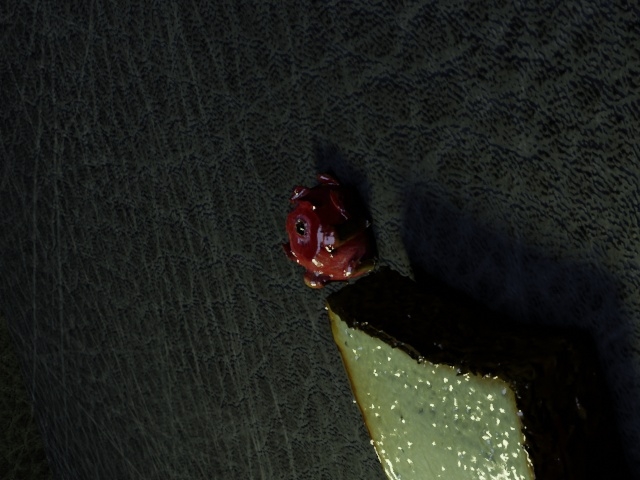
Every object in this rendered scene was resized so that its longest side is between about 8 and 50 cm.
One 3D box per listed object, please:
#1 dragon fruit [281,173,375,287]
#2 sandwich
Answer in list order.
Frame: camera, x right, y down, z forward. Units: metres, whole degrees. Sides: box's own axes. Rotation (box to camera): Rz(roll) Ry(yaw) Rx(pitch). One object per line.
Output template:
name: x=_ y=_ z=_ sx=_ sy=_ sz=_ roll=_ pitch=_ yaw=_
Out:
dragon fruit: x=0.000 y=-0.004 z=1.583 sx=0.112 sy=0.068 sz=0.126 roll=64 pitch=157 yaw=2
sandwich: x=0.149 y=0.179 z=1.432 sx=0.301 sy=0.099 sz=0.271 roll=20 pitch=138 yaw=54
